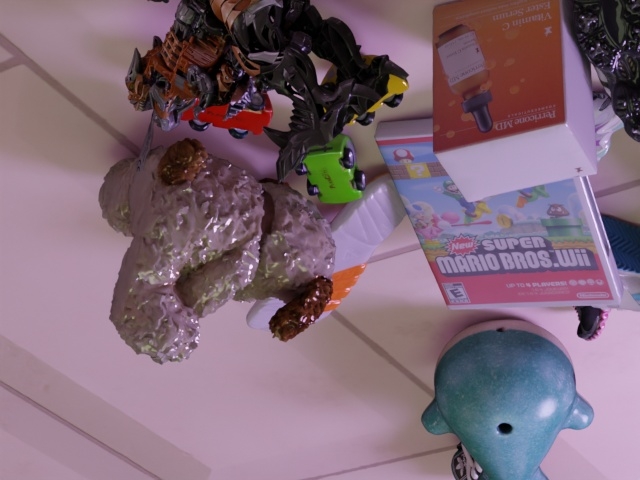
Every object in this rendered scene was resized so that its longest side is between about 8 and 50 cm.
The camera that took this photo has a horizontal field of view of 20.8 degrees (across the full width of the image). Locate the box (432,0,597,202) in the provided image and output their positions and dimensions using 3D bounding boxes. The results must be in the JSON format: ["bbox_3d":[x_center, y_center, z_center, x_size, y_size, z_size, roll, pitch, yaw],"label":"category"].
[{"bbox_3d":[0.178,-0.140,1.605,0.130,0.170,0.091,-13,145,22],"label":"box"}]

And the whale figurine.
[{"bbox_3d":[0.232,0.234,2.162,0.216,0.141,0.272,-2,119,7],"label":"whale figurine"}]

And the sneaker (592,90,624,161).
[{"bbox_3d":[0.266,-0.119,1.764,0.069,0.038,0.098,13,137,-14],"label":"sneaker"}]

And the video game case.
[{"bbox_3d":[0.195,-0.026,1.854,0.204,0.025,0.285,-3,138,23],"label":"video game case"}]

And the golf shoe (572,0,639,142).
[{"bbox_3d":[0.276,-0.189,1.616,0.077,0.094,0.198,-18,119,7],"label":"golf shoe"}]

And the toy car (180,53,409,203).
[{"bbox_3d":[-0.009,-0.115,1.772,0.239,0.053,0.225,-6,148,15],"label":"toy car"}]

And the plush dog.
[{"bbox_3d":[-0.087,-0.010,1.793,0.225,0.262,0.211,14,132,-27],"label":"plush dog"}]

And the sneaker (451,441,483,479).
[{"bbox_3d":[0.237,0.304,2.380,0.121,0.108,0.302,-7,149,7],"label":"sneaker"}]

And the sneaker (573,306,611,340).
[{"bbox_3d":[0.318,0.075,2.070,0.057,0.047,0.119,12,140,-3],"label":"sneaker"}]

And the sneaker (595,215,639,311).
[{"bbox_3d":[0.362,0.043,1.979,0.228,0.087,0.092,24,147,-17],"label":"sneaker"}]

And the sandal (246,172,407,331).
[{"bbox_3d":[0.008,0.001,1.951,0.102,0.076,0.265,13,129,-43],"label":"sandal"}]

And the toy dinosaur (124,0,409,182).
[{"bbox_3d":[-0.047,-0.183,1.567,0.218,0.164,0.322,51,146,-2],"label":"toy dinosaur"}]
